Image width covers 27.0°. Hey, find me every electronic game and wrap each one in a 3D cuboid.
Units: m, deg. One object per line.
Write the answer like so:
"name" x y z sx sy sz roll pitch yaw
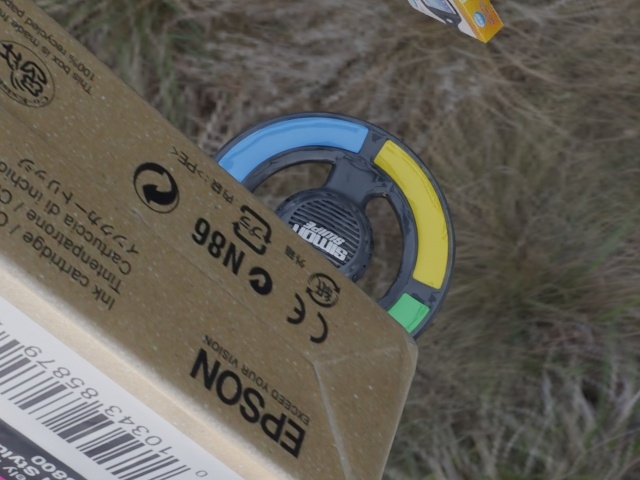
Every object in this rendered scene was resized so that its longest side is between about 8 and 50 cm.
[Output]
"electronic game" 0.000 0.000 1.109 0.229 0.048 0.229 2 74 -8

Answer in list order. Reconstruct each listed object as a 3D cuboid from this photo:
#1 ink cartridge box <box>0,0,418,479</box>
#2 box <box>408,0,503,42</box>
"ink cartridge box" -0.117 0.026 0.450 0.235 0.088 0.193 41 135 -23
"box" 0.104 -0.236 1.228 0.028 0.081 0.136 -46 40 -7
